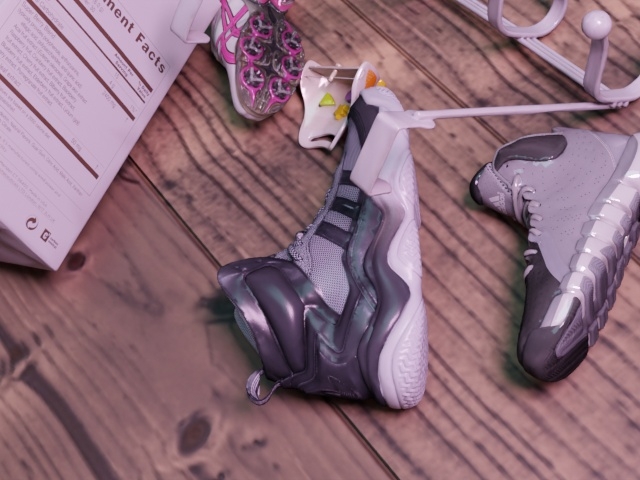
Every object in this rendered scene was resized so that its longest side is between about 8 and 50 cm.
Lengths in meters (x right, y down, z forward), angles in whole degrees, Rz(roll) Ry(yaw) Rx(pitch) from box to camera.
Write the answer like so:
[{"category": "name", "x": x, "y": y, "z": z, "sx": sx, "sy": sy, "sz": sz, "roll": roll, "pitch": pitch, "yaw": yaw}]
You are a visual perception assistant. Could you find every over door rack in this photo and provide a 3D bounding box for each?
[{"category": "over door rack", "x": 0.089, "y": -0.172, "z": 0.866, "sx": 0.324, "sy": 0.108, "sz": 0.239, "roll": -20, "pitch": 48, "yaw": -36}]

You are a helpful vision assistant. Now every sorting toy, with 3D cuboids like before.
[{"category": "sorting toy", "x": 0.012, "y": -0.111, "z": 0.957, "sx": 0.083, "sy": 0.045, "sz": 0.075, "roll": 14, "pitch": 75, "yaw": 54}]

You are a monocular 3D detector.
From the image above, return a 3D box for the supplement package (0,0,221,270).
[{"category": "supplement package", "x": -0.251, "y": -0.150, "z": 0.935, "sx": 0.177, "sy": 0.175, "sz": 0.293, "roll": 7, "pitch": 59, "yaw": 37}]

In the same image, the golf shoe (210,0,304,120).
[{"category": "golf shoe", "x": -0.061, "y": -0.173, "z": 1.000, "sx": 0.086, "sy": 0.067, "sz": 0.186, "roll": -38, "pitch": 40, "yaw": 42}]

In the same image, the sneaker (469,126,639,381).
[{"category": "sneaker", "x": 0.162, "y": -0.001, "z": 0.846, "sx": 0.132, "sy": 0.086, "sz": 0.229, "roll": 17, "pitch": 54, "yaw": 26}]

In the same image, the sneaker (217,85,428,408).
[{"category": "sneaker", "x": 0.000, "y": 0.000, "z": 0.857, "sx": 0.153, "sy": 0.101, "sz": 0.269, "roll": -5, "pitch": 61, "yaw": 6}]
